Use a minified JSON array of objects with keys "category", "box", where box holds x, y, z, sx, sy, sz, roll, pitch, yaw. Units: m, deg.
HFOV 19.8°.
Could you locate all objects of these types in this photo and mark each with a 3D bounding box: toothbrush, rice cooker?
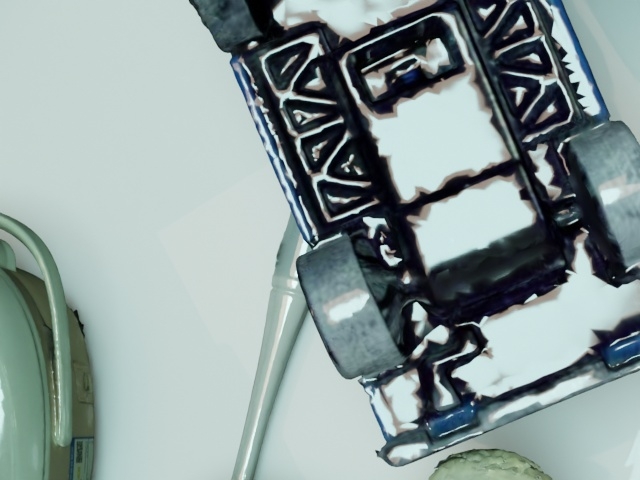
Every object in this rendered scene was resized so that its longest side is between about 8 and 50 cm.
[{"category":"toothbrush","box":[-0.002,-0.001,0.837,0.030,0.025,0.342,12,87,10]},{"category":"rice cooker","box":[-0.175,0.088,0.825,0.145,0.127,0.206,0,80,15]}]

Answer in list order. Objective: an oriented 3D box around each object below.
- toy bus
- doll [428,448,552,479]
[{"category":"toy bus","box":[0.037,-0.068,0.737,0.138,0.175,0.288,-23,87,5]},{"category":"doll","box":[-0.001,0.200,0.761,0.278,0.149,0.175,-20,123,25]}]
